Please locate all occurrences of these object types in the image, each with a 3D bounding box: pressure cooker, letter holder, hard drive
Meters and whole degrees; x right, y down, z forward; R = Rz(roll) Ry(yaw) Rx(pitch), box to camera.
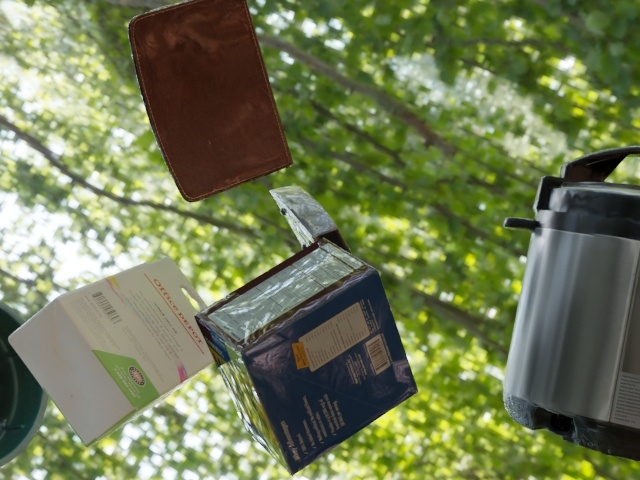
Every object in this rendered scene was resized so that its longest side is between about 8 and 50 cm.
[{"bbox_3d":[0.465,0.080,1.523,0.370,0.375,0.420,9,-89,-30],"label":"pressure cooker"},{"bbox_3d":[-0.206,-0.232,1.782,0.214,0.152,0.302,-23,-74,-26],"label":"letter holder"},{"bbox_3d":[0.000,0.000,1.871,0.054,0.255,0.172,-33,-64,-5],"label":"hard drive"}]

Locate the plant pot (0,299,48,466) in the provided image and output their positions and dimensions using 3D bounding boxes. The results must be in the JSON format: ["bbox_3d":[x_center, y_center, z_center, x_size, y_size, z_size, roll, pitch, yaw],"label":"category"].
[{"bbox_3d":[-0.760,0.295,2.115,0.341,0.334,0.341,18,-116,-41],"label":"plant pot"}]

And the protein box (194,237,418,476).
[{"bbox_3d":[-0.015,0.144,1.390,0.201,0.136,0.200,-31,-60,-18],"label":"protein box"}]

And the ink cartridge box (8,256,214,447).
[{"bbox_3d":[-0.298,0.161,1.732,0.119,0.207,0.353,-39,-5,22],"label":"ink cartridge box"}]
